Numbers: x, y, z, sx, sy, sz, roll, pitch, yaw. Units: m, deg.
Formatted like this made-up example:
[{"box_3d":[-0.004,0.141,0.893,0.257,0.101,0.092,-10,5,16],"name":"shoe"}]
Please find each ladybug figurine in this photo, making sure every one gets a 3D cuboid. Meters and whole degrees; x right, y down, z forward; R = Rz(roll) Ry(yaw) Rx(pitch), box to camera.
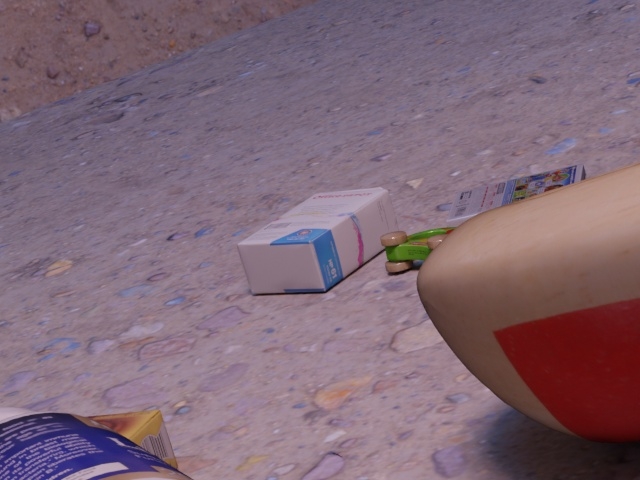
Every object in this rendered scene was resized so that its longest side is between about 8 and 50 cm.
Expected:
[{"box_3d":[0.266,0.013,1.150,0.449,0.162,0.305,-18,-1,39],"name":"ladybug figurine"}]

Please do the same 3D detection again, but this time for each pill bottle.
[{"box_3d":[-0.142,0.181,1.111,0.153,0.153,0.265,-24,18,-22],"name":"pill bottle"}]

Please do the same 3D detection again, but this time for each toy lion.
[{"box_3d":[0.116,0.001,1.679,0.096,0.034,0.100,-20,14,-36],"name":"toy lion"}]

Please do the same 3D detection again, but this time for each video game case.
[{"box_3d":[0.178,-0.040,1.780,0.122,0.011,0.087,-13,16,15],"name":"video game case"}]

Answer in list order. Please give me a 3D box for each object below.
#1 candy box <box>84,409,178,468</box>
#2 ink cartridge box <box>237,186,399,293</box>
[{"box_3d":[-0.190,0.181,1.346,0.109,0.053,0.186,-8,20,27],"name":"candy box"},{"box_3d":[0.000,0.000,1.754,0.088,0.052,0.122,-3,22,40],"name":"ink cartridge box"}]
